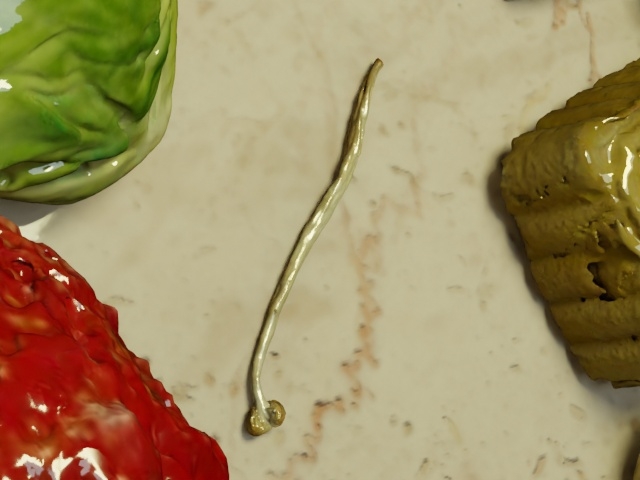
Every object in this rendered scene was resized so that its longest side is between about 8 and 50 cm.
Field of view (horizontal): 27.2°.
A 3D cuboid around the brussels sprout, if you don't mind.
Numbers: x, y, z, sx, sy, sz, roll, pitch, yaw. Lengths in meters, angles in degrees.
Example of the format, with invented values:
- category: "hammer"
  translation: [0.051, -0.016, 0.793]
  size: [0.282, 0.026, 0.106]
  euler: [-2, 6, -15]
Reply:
- category: "brussels sprout"
  translation: [-0.166, -0.122, 0.734]
  size: [0.161, 0.223, 0.223]
  euler: [32, 64, 19]

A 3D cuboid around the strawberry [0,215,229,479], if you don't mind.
- category: "strawberry"
  translation: [-0.198, 0.139, 0.672]
  size: [0.291, 0.310, 0.292]
  euler: [-17, 127, -24]

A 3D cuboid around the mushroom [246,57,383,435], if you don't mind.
- category: "mushroom"
  translation: [-0.004, -0.003, 0.910]
  size: [0.028, 0.026, 0.286]
  euler: [31, 67, -39]

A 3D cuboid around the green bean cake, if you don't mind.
- category: "green bean cake"
  translation: [0.273, -0.022, 0.999]
  size: [0.229, 0.131, 0.224]
  euler: [-34, 101, -27]

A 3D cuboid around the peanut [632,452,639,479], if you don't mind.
- category: "peanut"
  translation: [0.310, 0.256, 0.994]
  size: [0.125, 0.111, 0.275]
  euler: [-17, 92, -34]
